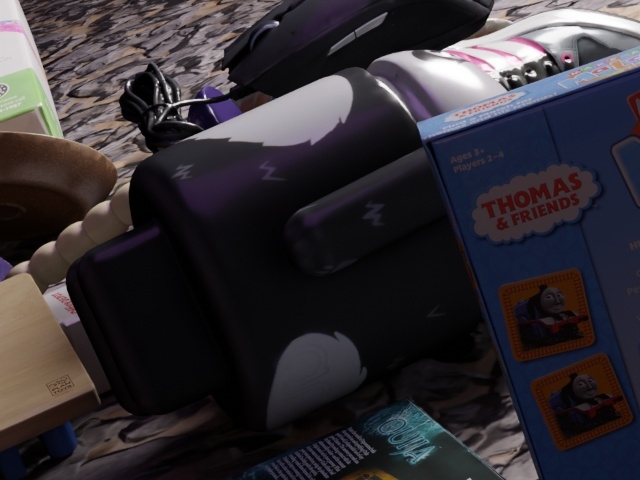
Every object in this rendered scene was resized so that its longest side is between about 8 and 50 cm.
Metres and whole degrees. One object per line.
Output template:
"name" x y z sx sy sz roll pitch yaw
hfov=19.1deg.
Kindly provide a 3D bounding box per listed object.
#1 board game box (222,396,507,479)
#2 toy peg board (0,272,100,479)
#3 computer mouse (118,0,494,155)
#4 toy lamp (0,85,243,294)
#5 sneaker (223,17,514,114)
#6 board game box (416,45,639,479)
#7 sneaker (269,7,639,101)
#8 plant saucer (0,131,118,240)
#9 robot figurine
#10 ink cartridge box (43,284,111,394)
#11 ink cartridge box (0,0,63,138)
"board game box" 0.020 0.133 0.894 0.126 0.026 0.186 -23 16 -10
"toy peg board" -0.223 0.115 1.180 0.161 0.079 0.160 -24 33 -12
"computer mouse" -0.007 -0.121 1.227 0.262 0.060 0.184 -19 27 -1
"toy lamp" -0.166 -0.002 1.348 0.275 0.080 0.080 -37 12 15
"sneaker" 0.015 -0.096 1.466 0.302 0.108 0.121 -19 13 -24
"board game box" 0.147 0.027 0.755 0.160 0.211 0.039 -19 17 3
"sneaker" 0.115 -0.078 1.296 0.296 0.123 0.178 -4 33 -2
"plant saucer" -0.271 -0.039 1.615 0.199 0.036 0.198 -3 -20 -1
"robot figurine" -0.001 -0.002 1.083 0.278 0.173 0.209 -25 39 -14
"ink cartridge box" -0.114 0.045 1.275 0.135 0.056 0.099 -25 16 -15
"ink cartridge box" -0.372 -0.143 1.863 0.207 0.119 0.353 -20 38 -2
